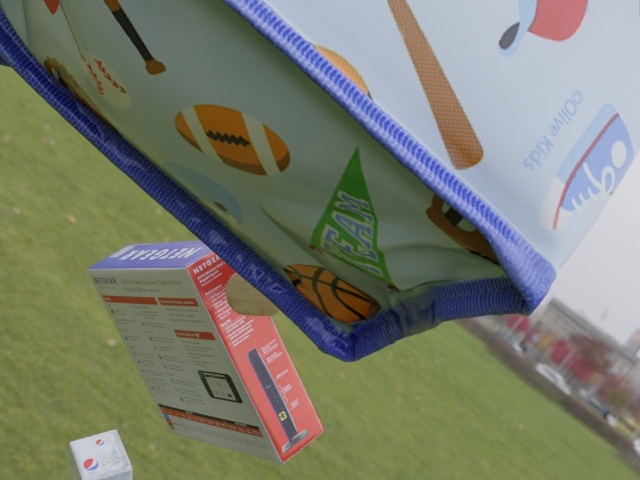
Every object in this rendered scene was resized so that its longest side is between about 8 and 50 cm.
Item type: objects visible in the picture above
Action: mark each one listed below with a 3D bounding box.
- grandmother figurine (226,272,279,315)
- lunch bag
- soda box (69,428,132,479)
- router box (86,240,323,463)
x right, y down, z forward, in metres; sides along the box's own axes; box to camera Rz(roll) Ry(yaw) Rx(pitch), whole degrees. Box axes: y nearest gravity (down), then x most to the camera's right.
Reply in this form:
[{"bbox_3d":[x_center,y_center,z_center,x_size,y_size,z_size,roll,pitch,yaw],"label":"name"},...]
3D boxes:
[{"bbox_3d":[0.000,0.000,1.302,0.104,0.208,0.342,35,19,14],"label":"grandmother figurine"},{"bbox_3d":[-0.009,-0.188,0.474,0.385,0.328,0.239,41,-26,-8],"label":"lunch bag"},{"bbox_3d":[-0.307,0.365,1.377,0.069,0.216,0.074,-12,45,-25],"label":"soda box"},{"bbox_3d":[-0.175,0.152,1.413,0.335,0.082,0.301,-2,-64,55],"label":"router box"}]
